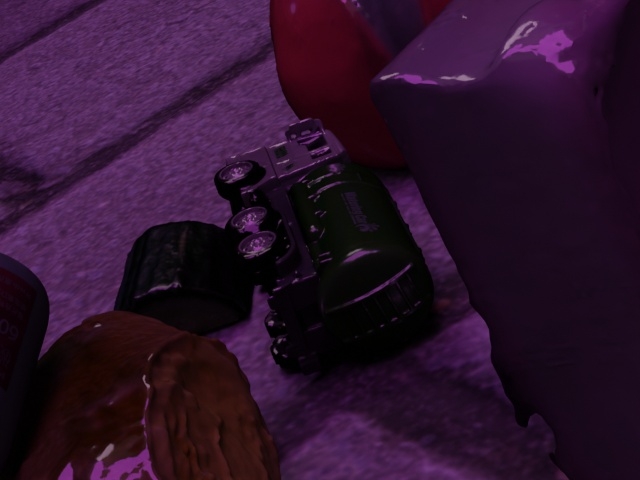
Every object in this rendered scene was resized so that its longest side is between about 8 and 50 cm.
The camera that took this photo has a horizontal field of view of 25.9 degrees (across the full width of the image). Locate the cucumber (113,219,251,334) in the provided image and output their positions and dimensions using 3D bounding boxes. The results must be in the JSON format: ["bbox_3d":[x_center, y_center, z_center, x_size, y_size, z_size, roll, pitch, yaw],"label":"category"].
[{"bbox_3d":[-0.116,0.033,1.107,0.116,0.062,0.115,-21,29,14],"label":"cucumber"}]

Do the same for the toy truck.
[{"bbox_3d":[0.000,0.000,1.015,0.125,0.101,0.242,-22,28,-1],"label":"toy truck"}]

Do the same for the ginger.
[{"bbox_3d":[-0.130,0.149,0.825,0.221,0.130,0.275,-27,24,24],"label":"ginger"}]

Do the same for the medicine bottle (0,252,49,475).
[{"bbox_3d":[-0.218,0.107,0.782,0.090,0.090,0.216,-15,43,22],"label":"medicine bottle"}]

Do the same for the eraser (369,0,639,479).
[{"bbox_3d":[0.210,-0.075,0.751,0.122,0.272,0.359,-1,34,43],"label":"eraser"}]

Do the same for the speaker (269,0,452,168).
[{"bbox_3d":[0.090,-0.195,1.215,0.294,0.294,0.294,-21,25,11],"label":"speaker"}]
